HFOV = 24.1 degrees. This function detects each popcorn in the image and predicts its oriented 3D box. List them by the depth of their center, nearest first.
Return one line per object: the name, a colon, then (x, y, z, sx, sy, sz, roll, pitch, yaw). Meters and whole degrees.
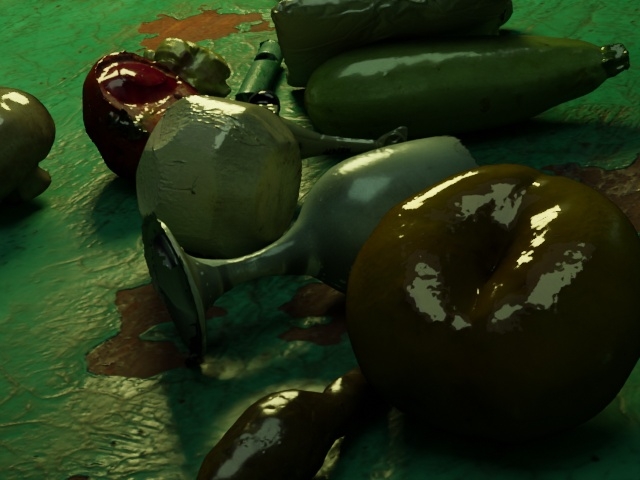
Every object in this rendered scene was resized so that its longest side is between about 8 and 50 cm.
popcorn: (-0.168, -0.204, 1.889, 0.109, 0.089, 0.097, -1, -10, -8)

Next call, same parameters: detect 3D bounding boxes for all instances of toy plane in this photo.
toy plane: (-0.029, -0.104, 1.632, 0.286, 0.108, 0.092, -1, 19, -1)

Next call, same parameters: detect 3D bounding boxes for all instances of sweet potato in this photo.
sweet potato: (-0.019, 0.147, 1.159, 0.075, 0.074, 0.269, 12, 29, 34)

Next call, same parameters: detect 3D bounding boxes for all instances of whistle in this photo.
whistle: (-0.078, -0.208, 1.920, 0.039, 0.039, 0.186, -2, 27, 10)

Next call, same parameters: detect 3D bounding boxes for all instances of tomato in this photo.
tomato: (-0.197, -0.124, 1.726, 0.189, 0.099, 0.173, 43, 27, 7)

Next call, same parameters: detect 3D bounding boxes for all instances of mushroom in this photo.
mushroom: (-0.370, -0.095, 1.678, 0.166, 0.127, 0.166, -27, 25, 13)

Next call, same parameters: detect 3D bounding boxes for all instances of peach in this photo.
peach: (0.143, 0.045, 1.202, 0.251, 0.153, 0.251, -10, 53, 14)

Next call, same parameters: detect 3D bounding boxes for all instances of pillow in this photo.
pillow: (0.085, -0.251, 1.791, 0.274, 0.076, 0.281, -7, -10, 2)

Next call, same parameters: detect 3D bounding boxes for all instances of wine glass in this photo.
wine glass: (0.000, 0.000, 1.374, 0.321, 0.143, 0.143, -16, 28, -19)

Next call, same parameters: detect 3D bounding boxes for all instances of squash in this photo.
squash: (0.165, -0.178, 1.717, 0.371, 0.118, 0.118, -8, 26, -4)

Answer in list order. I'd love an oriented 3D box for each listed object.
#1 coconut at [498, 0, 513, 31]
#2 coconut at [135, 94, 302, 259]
coconut: (0.217, -0.312, 2.009, 0.082, 0.083, 0.081, -13, 64, -37)
coconut: (-0.109, -0.067, 1.513, 0.162, 0.161, 0.161, 15, 33, 22)
